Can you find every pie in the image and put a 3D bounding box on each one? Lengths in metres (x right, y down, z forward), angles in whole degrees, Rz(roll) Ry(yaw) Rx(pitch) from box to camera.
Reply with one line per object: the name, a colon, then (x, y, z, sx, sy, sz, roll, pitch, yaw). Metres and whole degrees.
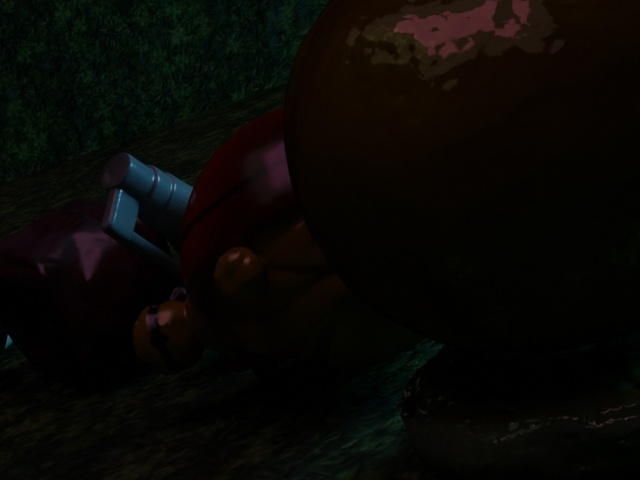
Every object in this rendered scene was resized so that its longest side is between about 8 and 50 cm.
pie: (0.161, 0.072, 0.830, 0.240, 0.054, 0.240, -21, 13, 5)

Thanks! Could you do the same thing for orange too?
orange: (0.116, -0.059, 0.815, 0.279, 0.235, 0.279, -12, 27, 6)

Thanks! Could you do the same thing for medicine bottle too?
medicine bottle: (-0.105, 0.003, 1.236, 0.061, 0.221, 0.092, -14, 55, 38)

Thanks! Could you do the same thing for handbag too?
handbag: (-0.220, 0.045, 1.314, 0.135, 0.146, 0.225, -29, 17, -27)

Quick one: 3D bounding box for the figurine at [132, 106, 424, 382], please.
figurine: (-0.002, -0.004, 1.070, 0.320, 0.196, 0.323, -24, 3, -10)

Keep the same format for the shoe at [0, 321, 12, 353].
shoe: (-0.384, 0.105, 1.362, 0.160, 0.131, 0.363, -18, 7, 7)

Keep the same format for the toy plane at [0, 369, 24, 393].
toy plane: (-0.339, 0.155, 1.288, 0.060, 0.037, 0.145, 2, 19, 34)
